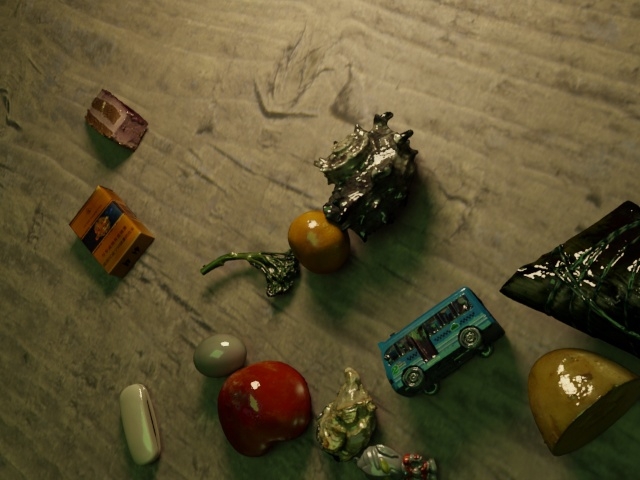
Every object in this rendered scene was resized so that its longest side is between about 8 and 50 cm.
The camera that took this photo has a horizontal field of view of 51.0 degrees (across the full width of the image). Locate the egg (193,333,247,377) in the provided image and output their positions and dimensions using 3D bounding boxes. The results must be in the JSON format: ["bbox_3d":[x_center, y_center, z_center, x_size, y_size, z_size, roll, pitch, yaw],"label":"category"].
[{"bbox_3d":[-0.240,0.275,1.604,0.135,0.103,0.103,-18,68,20],"label":"egg"}]

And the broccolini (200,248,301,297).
[{"bbox_3d":[-0.176,0.087,1.650,0.272,0.062,0.123,-5,59,20],"label":"broccolini"}]

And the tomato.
[{"bbox_3d":[-0.147,0.370,1.510,0.233,0.140,0.200,-36,56,14],"label":"tomato"}]

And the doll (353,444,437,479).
[{"bbox_3d":[0.150,0.462,1.376,0.180,0.079,0.093,0,108,21],"label":"doll"}]

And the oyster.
[{"bbox_3d":[0.050,0.368,1.446,0.163,0.081,0.190,-23,49,27],"label":"oyster"}]

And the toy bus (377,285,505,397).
[{"bbox_3d":[0.242,0.211,1.373,0.246,0.113,0.134,-37,58,11],"label":"toy bus"}]

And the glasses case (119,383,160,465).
[{"bbox_3d":[-0.455,0.461,1.689,0.081,0.051,0.204,-28,65,18],"label":"glasses case"}]

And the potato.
[{"bbox_3d":[0.455,0.273,1.226,0.203,0.178,0.158,-53,47,12],"label":"potato"}]

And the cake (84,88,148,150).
[{"bbox_3d":[-0.614,-0.360,1.998,0.115,0.113,0.295,-54,47,2],"label":"cake"}]

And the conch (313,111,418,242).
[{"bbox_3d":[0.094,-0.152,1.502,0.241,0.186,0.312,2,68,19],"label":"conch"}]

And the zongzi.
[{"bbox_3d":[0.555,0.070,1.123,0.319,0.362,0.383,-39,58,-8],"label":"zongzi"}]

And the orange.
[{"bbox_3d":[0.000,0.000,1.537,0.134,0.154,0.154,-36,61,-7],"label":"orange"}]

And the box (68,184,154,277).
[{"bbox_3d":[-0.590,-0.027,1.889,0.237,0.070,0.152,42,97,31],"label":"box"}]
